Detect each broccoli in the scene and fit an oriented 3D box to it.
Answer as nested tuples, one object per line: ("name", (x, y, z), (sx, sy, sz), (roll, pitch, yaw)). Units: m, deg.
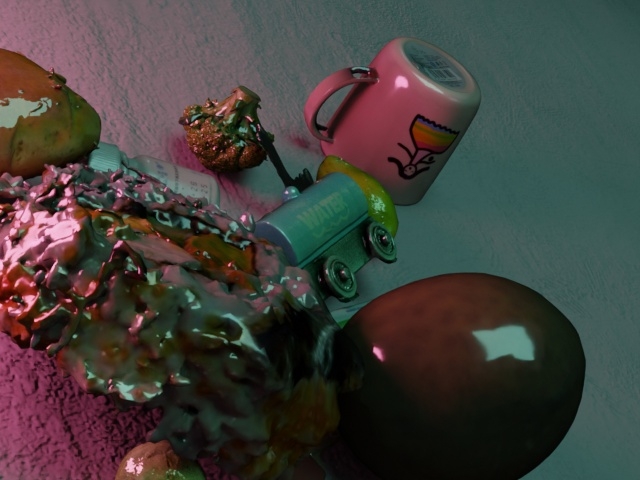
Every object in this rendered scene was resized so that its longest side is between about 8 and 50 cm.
("broccoli", (-0.124, -0.150, 1.525), (0.131, 0.120, 0.130), (34, 18, 4))

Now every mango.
("mango", (0.054, -0.058, 1.595), (0.074, 0.091, 0.165), (-9, 52, -35))

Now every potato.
("potato", (-0.384, -0.136, 1.203), (0.296, 0.141, 0.192), (3, 42, -17))

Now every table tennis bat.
("table tennis bat", (-0.025, 0.231, 1.203), (0.087, 0.013, 0.156), (44, 34, 19))

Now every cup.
("cup", (0.104, -0.199, 1.725), (0.252, 0.200, 0.191), (15, 36, -28))

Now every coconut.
("coconut", (-0.147, 0.225, 1.033), (0.087, 0.096, 0.088), (2, 73, -8))

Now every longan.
("longan", (0.143, 0.157, 1.250), (0.300, 0.300, 0.243), (2, 86, -42))

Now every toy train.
("toy train", (0.000, 0.000, 1.426), (0.159, 0.101, 0.248), (57, 34, -4))

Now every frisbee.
("frisbee", (-0.046, -0.079, 1.512), (0.211, 0.012, 0.187), (-80, 148, -58))

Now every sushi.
("sushi", (-0.160, 0.060, 1.103), (0.417, 0.176, 0.417), (29, 11, -7))

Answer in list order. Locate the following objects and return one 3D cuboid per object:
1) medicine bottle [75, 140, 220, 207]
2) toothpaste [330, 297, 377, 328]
("medicine bottle", (-0.212, -0.049, 1.324), (0.168, 0.105, 0.105), (17, 35, -26))
("toothpaste", (0.047, 0.104, 1.394), (0.048, 0.075, 0.297), (29, 23, 29))
